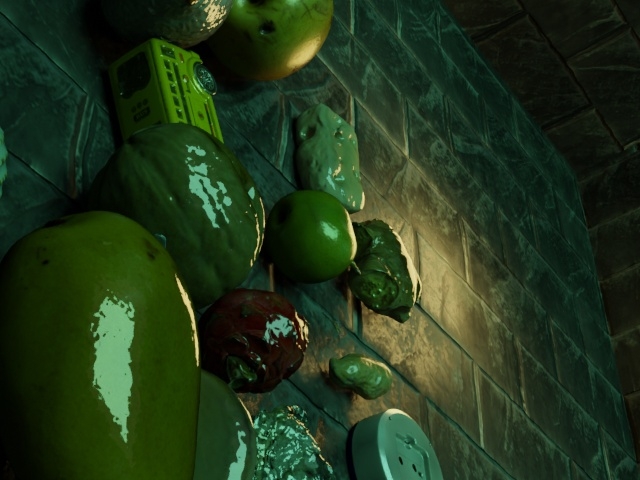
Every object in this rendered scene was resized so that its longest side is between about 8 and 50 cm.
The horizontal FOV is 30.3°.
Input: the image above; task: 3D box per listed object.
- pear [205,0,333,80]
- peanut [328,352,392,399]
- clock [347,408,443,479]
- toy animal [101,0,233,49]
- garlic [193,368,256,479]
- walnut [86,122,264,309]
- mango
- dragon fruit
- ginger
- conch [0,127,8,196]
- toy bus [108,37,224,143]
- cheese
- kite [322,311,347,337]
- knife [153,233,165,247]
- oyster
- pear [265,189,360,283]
[{"bbox_3d":[-0.107,-0.449,2.314,0.281,0.281,0.281,43,32,-36],"label":"pear"},{"bbox_3d":[0.077,0.257,2.223,0.174,0.080,0.080,24,46,-48],"label":"peanut"},{"bbox_3d":[0.144,0.428,2.180,0.230,0.083,0.230,46,28,-34],"label":"clock"},{"bbox_3d":[-0.261,-0.417,2.018,0.188,0.226,0.358,64,-4,-15],"label":"toy animal"},{"bbox_3d":[-0.198,0.331,1.606,0.196,0.151,0.338,22,49,-17],"label":"garlic"},{"bbox_3d":[-0.215,-0.032,1.738,0.283,0.283,0.227,55,0,-17],"label":"walnut"},{"bbox_3d":[-0.273,0.175,1.465,0.300,0.232,0.445,25,51,-60],"label":"mango"},{"bbox_3d":[-0.110,0.159,1.854,0.172,0.172,0.209,65,26,3],"label":"dragon fruit"},{"bbox_3d":[0.131,0.043,2.466,0.219,0.123,0.270,45,31,-29],"label":"ginger"},{"bbox_3d":[-0.517,-0.105,1.291,0.319,0.215,0.303,45,35,-2],"label":"conch"},{"bbox_3d":[-0.241,-0.158,1.932,0.152,0.144,0.330,22,46,-55],"label":"toy bus"},{"bbox_3d":[0.022,-0.165,2.496,0.159,0.093,0.263,39,35,-39],"label":"cheese"},{"bbox_3d":[0.030,0.159,2.306,0.078,0.002,0.044,56,26,-17],"label":"kite"},{"bbox_3d":[-0.240,0.085,1.667,0.034,0.063,0.260,-72,168,-48],"label":"knife"},{"bbox_3d":[-0.049,0.386,1.820,0.198,0.112,0.267,15,56,-58],"label":"oyster"},{"bbox_3d":[0.000,0.000,2.201,0.216,0.166,0.180,25,28,-32],"label":"pear"}]
